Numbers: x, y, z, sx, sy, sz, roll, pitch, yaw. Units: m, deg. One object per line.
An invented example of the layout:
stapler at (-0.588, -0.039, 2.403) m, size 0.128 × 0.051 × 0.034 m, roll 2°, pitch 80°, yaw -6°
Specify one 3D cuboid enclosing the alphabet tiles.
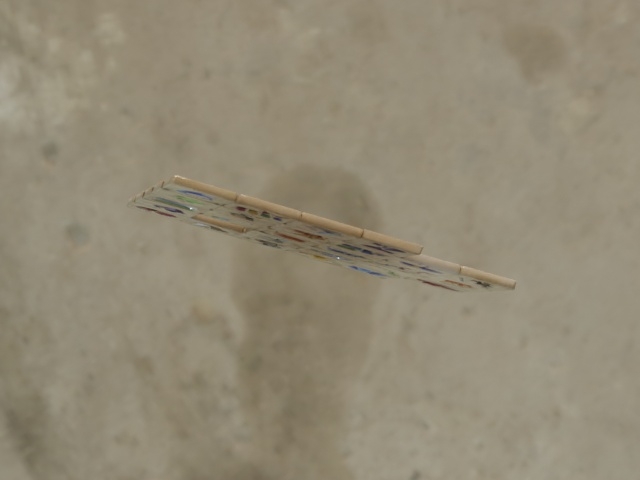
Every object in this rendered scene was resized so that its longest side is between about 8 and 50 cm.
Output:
alphabet tiles at (0.000, 0.000, 1.040) m, size 0.237 × 0.198 × 0.009 m, roll 15°, pitch 83°, yaw -13°
